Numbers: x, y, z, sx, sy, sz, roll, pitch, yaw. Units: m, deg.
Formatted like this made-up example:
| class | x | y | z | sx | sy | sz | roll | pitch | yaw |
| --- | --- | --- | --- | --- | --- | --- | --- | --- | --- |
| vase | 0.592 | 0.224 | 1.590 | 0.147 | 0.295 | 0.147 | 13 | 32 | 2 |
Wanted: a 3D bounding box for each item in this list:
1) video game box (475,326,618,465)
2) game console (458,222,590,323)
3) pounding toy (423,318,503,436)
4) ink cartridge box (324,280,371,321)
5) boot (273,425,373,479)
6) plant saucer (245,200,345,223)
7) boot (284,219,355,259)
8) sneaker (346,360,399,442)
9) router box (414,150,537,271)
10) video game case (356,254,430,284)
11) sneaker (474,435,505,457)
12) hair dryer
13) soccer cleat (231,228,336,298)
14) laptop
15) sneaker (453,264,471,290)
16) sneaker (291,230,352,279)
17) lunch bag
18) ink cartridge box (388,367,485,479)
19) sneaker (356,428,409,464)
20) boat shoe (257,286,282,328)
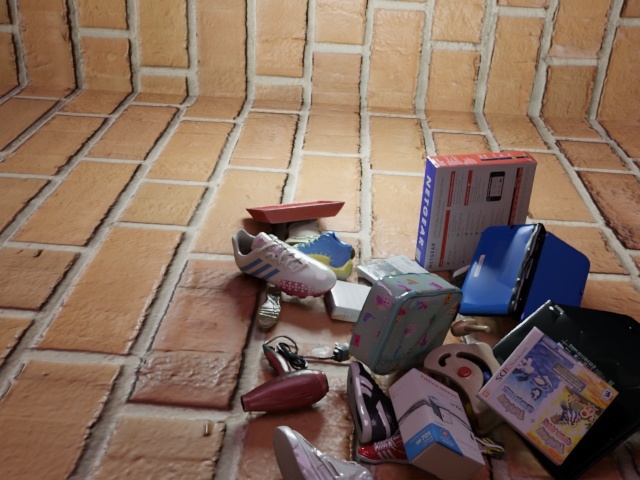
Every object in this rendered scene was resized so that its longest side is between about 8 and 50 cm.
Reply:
| class | x | y | z | sx | sy | sz | roll | pitch | yaw |
| --- | --- | --- | --- | --- | --- | --- | --- | --- | --- |
| video game box | 0.448 | 0.307 | 1.487 | 0.205 | 0.048 | 0.187 | 39 | 82 | 19 |
| game console | 0.530 | 0.117 | 1.950 | 0.250 | 0.173 | 0.293 | -3 | 48 | 40 |
| pounding toy | 0.308 | 0.274 | 1.621 | 0.154 | 0.155 | 0.269 | -17 | 36 | -2 |
| ink cartridge box | 0.103 | 0.167 | 1.971 | 0.179 | 0.045 | 0.145 | 15 | 24 | -18 |
| boot | 0.015 | 0.439 | 1.393 | 0.123 | 0.095 | 0.258 | -7 | 37 | -31 |
| plant saucer | -0.081 | -0.089 | 2.327 | 0.258 | 0.048 | 0.259 | -7 | 5 | -18 |
| boot | 0.000 | 0.000 | 2.220 | 0.213 | 0.077 | 0.165 | 4 | 26 | 3 |
| sneaker | 0.128 | 0.345 | 1.591 | 0.121 | 0.079 | 0.217 | 3 | 34 | -10 |
| router box | 0.439 | -0.082 | 2.135 | 0.301 | 0.335 | 0.082 | -4 | 30 | -13 |
| video game case | 0.225 | 0.104 | 2.091 | 0.173 | 0.022 | 0.190 | -12 | 32 | -33 |
| sneaker | 0.334 | 0.416 | 1.519 | 0.083 | 0.031 | 0.035 | 18 | 18 | 18 |
| hair dryer | -0.075 | 0.306 | 1.665 | 0.223 | 0.080 | 0.293 | 1 | 18 | 31 |
| soccer cleat | -0.111 | 0.056 | 1.989 | 0.331 | 0.143 | 0.116 | 13 | 45 | 35 |
| laptop | 0.615 | 0.328 | 1.646 | 0.408 | 0.236 | 0.382 | -39 | 34 | 2 |
| sneaker | 0.509 | 0.104 | 2.064 | 0.292 | 0.110 | 0.118 | -3 | 5 | -1 |
| sneaker | -0.017 | 0.024 | 2.102 | 0.240 | 0.126 | 0.091 | 16 | 3 | 9 |
| lunch bag | 0.198 | 0.190 | 1.689 | 0.108 | 0.224 | 0.279 | 31 | 20 | 37 |
| ink cartridge box | 0.224 | 0.364 | 1.464 | 0.139 | 0.082 | 0.191 | 32 | 26 | -27 |
| sneaker | 0.131 | 0.405 | 1.474 | 0.118 | 0.067 | 0.042 | 3 | 28 | -2 |
| boat shoe | -0.130 | 0.180 | 1.908 | 0.056 | 0.048 | 0.153 | 8 | 34 | -1 |
